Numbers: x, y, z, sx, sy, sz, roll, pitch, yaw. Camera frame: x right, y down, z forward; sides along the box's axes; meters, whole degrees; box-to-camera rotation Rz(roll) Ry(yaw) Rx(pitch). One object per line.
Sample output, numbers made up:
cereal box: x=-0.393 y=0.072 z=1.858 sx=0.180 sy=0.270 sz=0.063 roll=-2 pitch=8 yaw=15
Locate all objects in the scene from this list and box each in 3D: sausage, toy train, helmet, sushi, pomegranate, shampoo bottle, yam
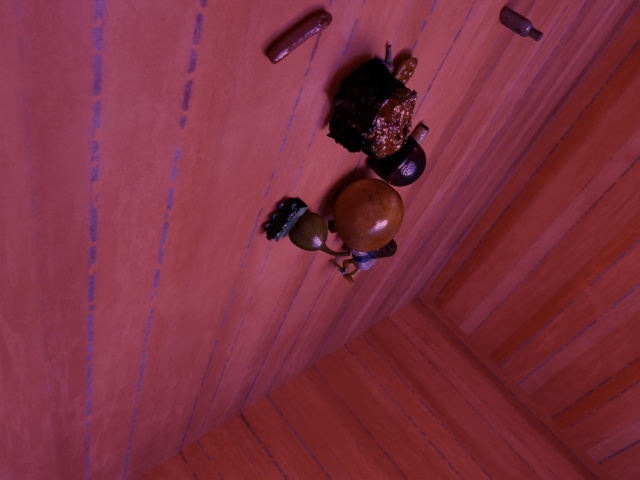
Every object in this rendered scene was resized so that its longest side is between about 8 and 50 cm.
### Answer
sausage: x=-0.045 y=-0.472 z=1.133 sx=0.186 sy=0.043 sz=0.043 roll=-40 pitch=157 yaw=-9
toy train: x=-0.122 y=-0.070 z=1.681 sx=0.170 sy=0.071 sz=0.111 roll=-54 pitch=163 yaw=23
helmet: x=0.296 y=-0.300 z=1.844 sx=0.189 sy=0.193 sz=0.216 roll=-47 pitch=-160 yaw=11
sushi: x=0.152 y=-0.355 z=1.462 sx=0.234 sy=0.207 sz=0.348 roll=-46 pitch=163 yaw=-5
pomegranate: x=0.186 y=-0.101 z=1.879 sx=0.307 sy=0.307 sz=0.307 roll=-36 pitch=156 yaw=-18
shampoo bottle: x=0.704 y=-0.753 z=1.723 sx=0.040 sy=0.165 sz=0.080 roll=-44 pitch=158 yaw=2
yam: x=0.285 y=0.032 z=2.463 sx=0.131 sy=0.131 sz=0.280 roll=-52 pitch=159 yaw=19

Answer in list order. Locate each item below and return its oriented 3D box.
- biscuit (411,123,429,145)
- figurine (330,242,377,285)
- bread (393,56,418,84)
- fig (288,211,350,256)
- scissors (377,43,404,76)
biscuit: x=0.358 y=-0.368 z=1.971 sx=0.219 sy=0.055 sz=0.061 roll=-54 pitch=-175 yaw=22
figurine: x=0.193 y=0.010 z=2.230 sx=0.338 sy=0.204 sz=0.283 roll=-41 pitch=140 yaw=0
bread: x=0.264 y=-0.526 z=1.532 sx=0.110 sy=0.024 sz=0.110 roll=-40 pitch=160 yaw=-18
fig: x=0.000 y=0.000 z=1.775 sx=0.149 sy=0.245 sz=0.149 roll=-43 pitch=160 yaw=-20
scissors: x=0.208 y=-0.522 z=1.493 sx=0.133 sy=0.020 sz=0.187 roll=-47 pitch=160 yaw=3
